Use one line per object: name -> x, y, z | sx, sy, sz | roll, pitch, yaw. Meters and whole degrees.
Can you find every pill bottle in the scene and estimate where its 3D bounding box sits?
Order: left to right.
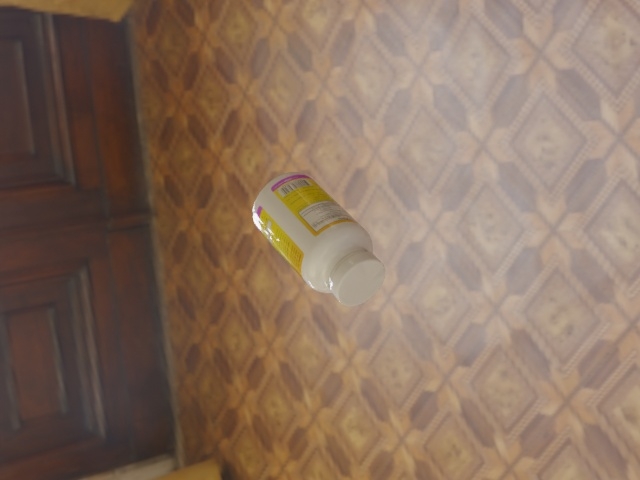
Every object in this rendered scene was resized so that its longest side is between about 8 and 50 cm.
pill bottle -> 0.000, 0.000, 0.606 | 0.083, 0.043, 0.043 | 47, 133, 41
